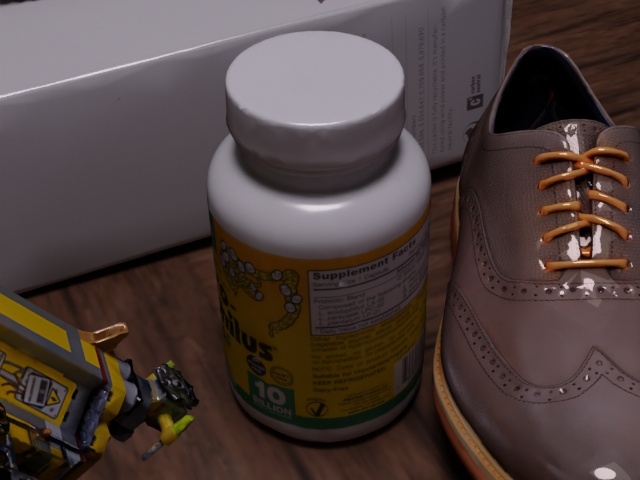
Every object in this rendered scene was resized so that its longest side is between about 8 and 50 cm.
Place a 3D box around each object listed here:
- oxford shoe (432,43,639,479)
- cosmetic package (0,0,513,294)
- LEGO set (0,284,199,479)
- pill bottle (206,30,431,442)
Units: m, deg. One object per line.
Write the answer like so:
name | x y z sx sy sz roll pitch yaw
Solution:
oxford shoe | 0.126 0.011 0.624 0.130 0.133 0.364 1 34 -2
cosmetic package | -0.087 -0.125 0.798 0.385 0.156 0.217 -17 41 -17
LEGO set | -0.093 0.191 0.381 0.255 0.192 0.331 -47 42 5
pill bottle | 0.000 0.000 0.610 0.117 0.208 0.118 -1 41 1
